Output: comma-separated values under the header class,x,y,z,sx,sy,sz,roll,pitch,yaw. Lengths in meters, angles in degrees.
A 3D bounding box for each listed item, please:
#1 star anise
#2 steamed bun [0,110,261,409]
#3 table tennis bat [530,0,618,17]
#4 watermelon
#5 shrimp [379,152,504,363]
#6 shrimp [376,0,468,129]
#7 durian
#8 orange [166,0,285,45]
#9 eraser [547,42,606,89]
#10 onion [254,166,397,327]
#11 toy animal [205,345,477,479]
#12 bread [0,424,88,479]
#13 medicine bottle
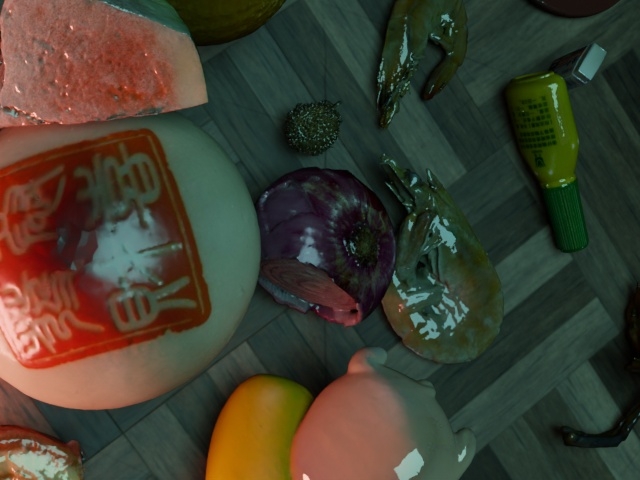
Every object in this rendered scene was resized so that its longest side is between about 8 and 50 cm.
class,x,y,z,sx,sy,sz,roll,pitch,yaw
star anise,0.486,0.190,1.658,0.346,0.148,0.237,-38,78,-12
steamed bun,-0.256,0.007,1.320,0.374,0.241,0.374,0,81,0
table tennis bat,0.329,-0.426,1.665,0.310,0.038,0.200,1,89,-19
watermelon,-0.265,-0.205,1.269,0.231,0.310,0.193,-2,124,-43
shrimp,0.142,0.029,1.579,0.168,0.077,0.317,-34,102,-13
shrimp,0.139,-0.258,1.604,0.133,0.053,0.236,26,77,-36
durian,-0.007,-0.154,1.528,0.080,0.080,0.091,43,106,-13
orange,-0.153,-0.371,1.390,0.274,0.274,0.274,0,89,-18
eraser,0.355,-0.241,1.627,0.029,0.122,0.052,33,79,-11
onion,0.008,-0.002,1.485,0.207,0.200,0.200,31,80,-6
toy animal,0.012,0.298,1.470,0.345,0.277,0.247,-40,144,-1
bread,-0.389,0.313,1.376,0.244,0.123,0.190,-26,95,-18
medicine bottle,0.331,-0.109,1.637,0.064,0.095,0.260,-28,107,-44
